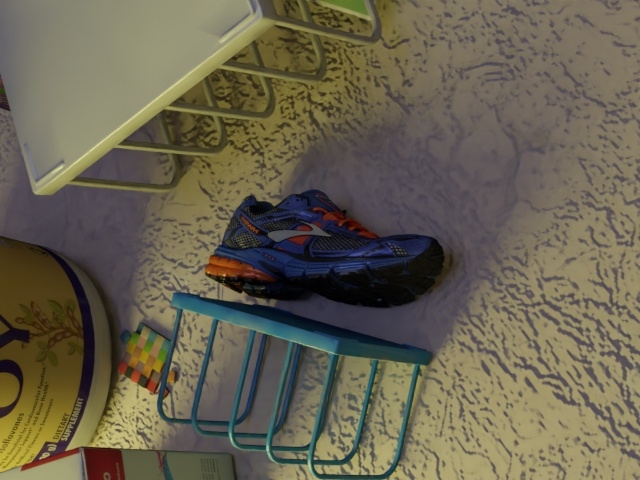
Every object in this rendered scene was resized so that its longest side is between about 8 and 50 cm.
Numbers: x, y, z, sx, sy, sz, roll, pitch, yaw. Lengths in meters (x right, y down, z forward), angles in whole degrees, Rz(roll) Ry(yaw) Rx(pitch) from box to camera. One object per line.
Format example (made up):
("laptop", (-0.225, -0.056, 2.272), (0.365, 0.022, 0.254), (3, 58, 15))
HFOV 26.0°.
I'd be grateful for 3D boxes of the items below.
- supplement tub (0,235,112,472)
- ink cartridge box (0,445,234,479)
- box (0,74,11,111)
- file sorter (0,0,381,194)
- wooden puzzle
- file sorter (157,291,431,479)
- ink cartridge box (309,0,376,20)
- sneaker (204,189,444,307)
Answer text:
("supplement tub", (-0.372, 0.094, 1.198), (0.241, 0.331, 0.241), (-10, 73, 36))
("ink cartridge box", (-0.167, 0.215, 1.110), (0.127, 0.175, 0.072), (-22, 69, 33))
("box", (-0.281, -0.252, 1.291), (0.117, 0.213, 0.243), (3, 80, 39))
("file sorter", (-0.113, -0.181, 1.142), (0.277, 0.173, 0.193), (-32, 69, 35))
("wooden puzzle", (-0.155, 0.104, 1.236), (0.083, 0.006, 0.049), (26, 95, 39))
("file sorter", (-0.026, 0.111, 1.064), (0.170, 0.118, 0.105), (14, 90, 39))
("ink cartridge box", (0.029, -0.316, 1.170), (0.171, 0.056, 0.235), (25, 108, 40))
("sneaker", (0.000, 0.000, 1.097), (0.221, 0.083, 0.087), (3, 75, 36))
